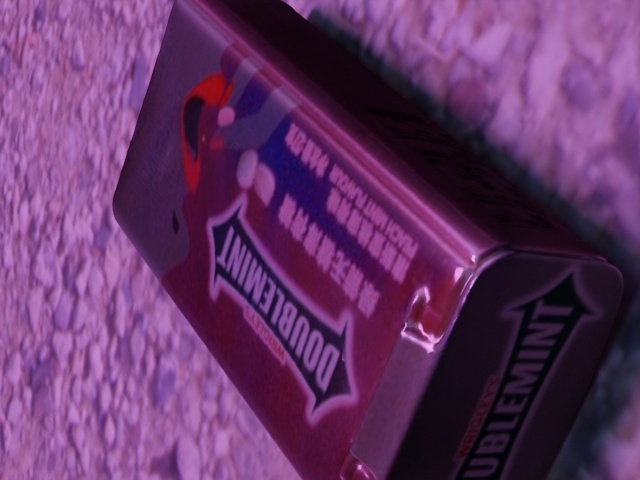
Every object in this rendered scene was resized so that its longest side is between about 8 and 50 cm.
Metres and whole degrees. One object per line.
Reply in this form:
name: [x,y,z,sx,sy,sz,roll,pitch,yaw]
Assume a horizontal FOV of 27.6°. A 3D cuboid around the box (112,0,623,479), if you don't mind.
box: [0.000,0.000,0.470,0.224,0.069,0.120,44,122,48]
